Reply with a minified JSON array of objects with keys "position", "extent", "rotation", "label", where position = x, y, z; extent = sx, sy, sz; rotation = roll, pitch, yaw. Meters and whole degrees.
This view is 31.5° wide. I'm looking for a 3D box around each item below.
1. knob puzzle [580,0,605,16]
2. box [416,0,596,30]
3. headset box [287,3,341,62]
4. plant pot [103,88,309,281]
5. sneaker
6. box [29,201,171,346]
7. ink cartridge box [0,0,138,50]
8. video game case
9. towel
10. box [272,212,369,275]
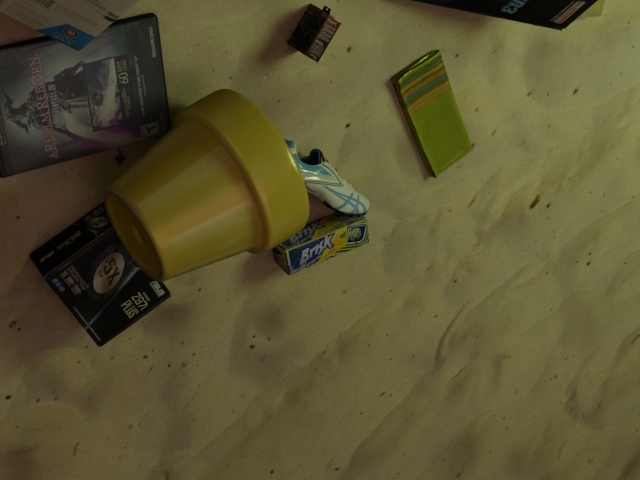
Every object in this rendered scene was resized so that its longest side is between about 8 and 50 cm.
[{"position":[0.446,-0.489,2.036],"extent":[0.213,0.030,0.213],"rotation":[-16,125,-24],"label":"knob puzzle"},{"position":[0.326,-0.444,1.787],"extent":[0.293,0.295,0.073],"rotation":[9,73,-17],"label":"box"},{"position":[-0.008,-0.336,1.816],"extent":[0.032,0.062,0.083],"rotation":[22,104,-40],"label":"headset box"},{"position":[-0.185,-0.065,1.718],"extent":[0.239,0.254,0.254],"rotation":[-33,130,-22],"label":"plant pot"},{"position":[0.008,-0.103,1.952],"extent":[0.237,0.085,0.086],"rotation":[24,95,-43],"label":"sneaker"},{"position":[-0.350,0.057,1.819],"extent":[0.147,0.077,0.180],"rotation":[-36,130,-10],"label":"box"},{"position":[-0.326,-0.356,1.526],"extent":[0.191,0.082,0.140],"rotation":[-30,141,35],"label":"ink cartridge box"},{"position":[-0.362,-0.216,1.687],"extent":[0.274,0.026,0.196],"rotation":[-18,125,-24],"label":"video game case"},{"position":[0.207,-0.225,2.046],"extent":[0.102,0.021,0.237],"rotation":[-35,130,-10],"label":"towel"},{"position":[0.000,0.000,2.021],"extent":[0.169,0.059,0.054],"rotation":[-23,124,-20],"label":"box"}]
